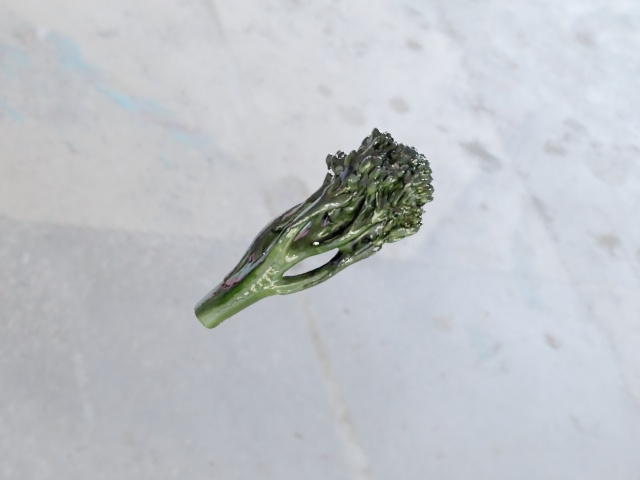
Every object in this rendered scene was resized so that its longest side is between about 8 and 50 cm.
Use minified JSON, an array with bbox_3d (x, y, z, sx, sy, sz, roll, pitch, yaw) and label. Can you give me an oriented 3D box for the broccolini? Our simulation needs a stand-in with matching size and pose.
[{"bbox_3d":[-0.008,-0.002,1.084,0.091,0.202,0.068,54,3,18],"label":"broccolini"}]
